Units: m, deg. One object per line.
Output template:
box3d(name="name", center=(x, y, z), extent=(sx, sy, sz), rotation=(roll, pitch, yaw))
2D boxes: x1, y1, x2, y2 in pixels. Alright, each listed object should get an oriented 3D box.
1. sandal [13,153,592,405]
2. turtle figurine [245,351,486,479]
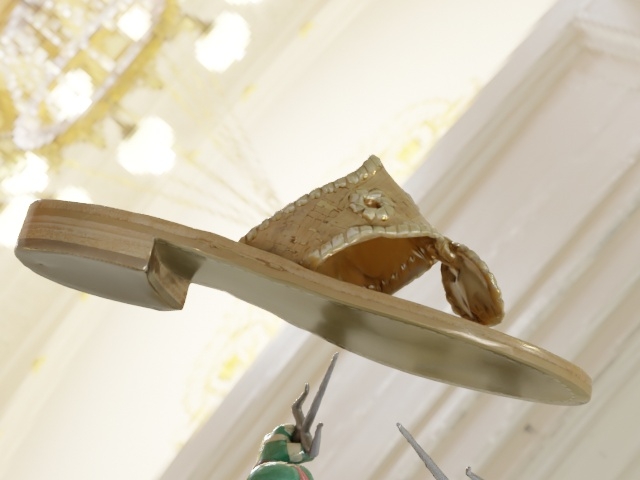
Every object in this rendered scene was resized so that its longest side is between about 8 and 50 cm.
box3d(name="sandal", center=(0.000, -0.002, 0.612), extent=(0.088, 0.240, 0.079), rotation=(80, 24, -71))
box3d(name="turtle figurine", center=(0.010, 0.162, 0.771), extent=(0.118, 0.234, 0.175), rotation=(-36, -137, -20))
